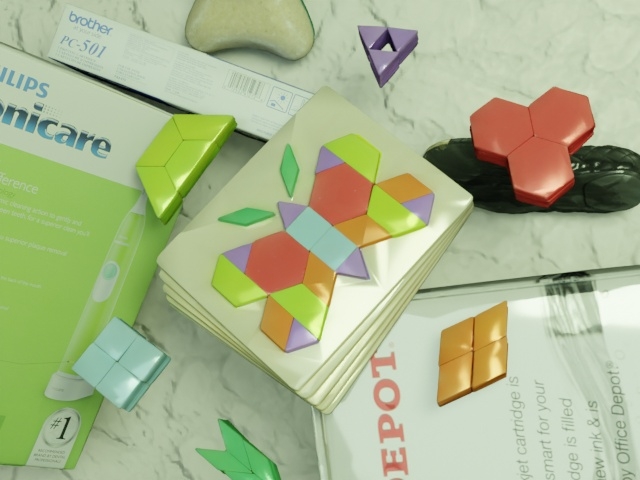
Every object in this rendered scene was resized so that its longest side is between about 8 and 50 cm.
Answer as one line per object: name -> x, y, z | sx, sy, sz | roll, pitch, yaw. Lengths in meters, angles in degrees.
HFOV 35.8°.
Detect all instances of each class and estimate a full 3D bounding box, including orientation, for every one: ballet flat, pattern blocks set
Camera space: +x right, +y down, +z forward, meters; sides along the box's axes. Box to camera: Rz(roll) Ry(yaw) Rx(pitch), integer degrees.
ballet flat -> 0.164, -0.051, 0.762 | 0.173, 0.049, 0.057 | 8, 119, 12
pattern blocks set -> 0.000, 0.000, 0.642 | 0.285, 0.026, 0.324 | 24, 77, 18

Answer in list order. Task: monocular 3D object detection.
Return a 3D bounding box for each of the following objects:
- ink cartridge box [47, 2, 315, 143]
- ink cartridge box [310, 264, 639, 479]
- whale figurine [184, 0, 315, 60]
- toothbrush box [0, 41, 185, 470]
ink cartridge box -> -0.092, -0.118, 0.760 | 0.207, 0.097, 0.046 | 21, 93, 6
ink cartridge box -> 0.206, 0.161, 0.688 | 0.395, 0.166, 0.285 | -6, 89, 8
whale figurine -> -0.047, -0.279, 0.753 | 0.216, 0.141, 0.272 | 4, 116, 8
toothbrush box -> -0.236, 0.007, 0.713 | 0.122, 0.206, 0.283 | 28, 97, 45
